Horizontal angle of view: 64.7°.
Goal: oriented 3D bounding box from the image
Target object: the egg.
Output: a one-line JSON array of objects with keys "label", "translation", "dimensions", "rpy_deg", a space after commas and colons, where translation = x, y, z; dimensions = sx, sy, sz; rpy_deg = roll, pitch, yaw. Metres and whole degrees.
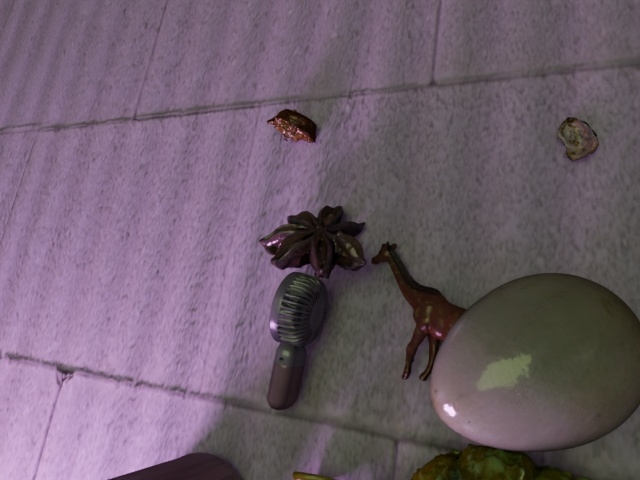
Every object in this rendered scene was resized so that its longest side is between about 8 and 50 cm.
[{"label": "egg", "translation": [0.276, 0.160, 0.659], "dimensions": [0.296, 0.218, 0.218], "rpy_deg": [-15, 62, -15]}]

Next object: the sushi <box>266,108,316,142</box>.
[{"label": "sushi", "translation": [-0.060, -0.241, 1.078], "dimensions": [0.118, 0.061, 0.060], "rpy_deg": [21, 71, 29]}]

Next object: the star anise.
[{"label": "star anise", "translation": [-0.016, 0.003, 0.920], "dimensions": [0.197, 0.073, 0.212], "rpy_deg": [-2, 34, 5]}]

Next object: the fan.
[{"label": "fan", "translation": [-0.050, 0.179, 0.897], "dimensions": [0.074, 0.130, 0.244], "rpy_deg": [12, 89, 23]}]

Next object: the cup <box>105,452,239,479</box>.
[{"label": "cup", "translation": [-0.298, 0.489, 0.812], "dimensions": [0.288, 0.273, 0.208], "rpy_deg": [-31, 68, 12]}]

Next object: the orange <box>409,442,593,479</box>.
[{"label": "orange", "translation": [0.226, 0.415, 0.618], "dimensions": [0.301, 0.223, 0.300], "rpy_deg": [18, 86, 29]}]

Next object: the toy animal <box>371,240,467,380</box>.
[{"label": "toy animal", "translation": [0.167, 0.117, 0.845], "dimensions": [0.224, 0.066, 0.229], "rpy_deg": [0, 81, 44]}]

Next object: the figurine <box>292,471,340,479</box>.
[{"label": "figurine", "translation": [-0.049, 0.504, 0.688], "dimensions": [0.205, 0.284, 0.338], "rpy_deg": [-25, 52, 56]}]

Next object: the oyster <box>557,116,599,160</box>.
[{"label": "oyster", "translation": [0.428, -0.173, 0.844], "dimensions": [0.054, 0.019, 0.083], "rpy_deg": [-21, 67, 20]}]
